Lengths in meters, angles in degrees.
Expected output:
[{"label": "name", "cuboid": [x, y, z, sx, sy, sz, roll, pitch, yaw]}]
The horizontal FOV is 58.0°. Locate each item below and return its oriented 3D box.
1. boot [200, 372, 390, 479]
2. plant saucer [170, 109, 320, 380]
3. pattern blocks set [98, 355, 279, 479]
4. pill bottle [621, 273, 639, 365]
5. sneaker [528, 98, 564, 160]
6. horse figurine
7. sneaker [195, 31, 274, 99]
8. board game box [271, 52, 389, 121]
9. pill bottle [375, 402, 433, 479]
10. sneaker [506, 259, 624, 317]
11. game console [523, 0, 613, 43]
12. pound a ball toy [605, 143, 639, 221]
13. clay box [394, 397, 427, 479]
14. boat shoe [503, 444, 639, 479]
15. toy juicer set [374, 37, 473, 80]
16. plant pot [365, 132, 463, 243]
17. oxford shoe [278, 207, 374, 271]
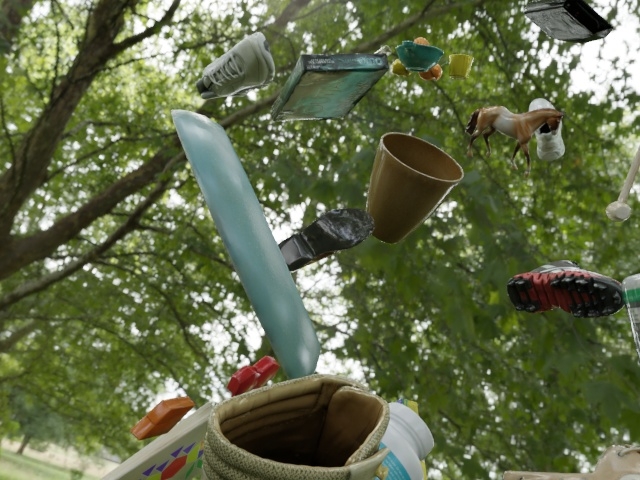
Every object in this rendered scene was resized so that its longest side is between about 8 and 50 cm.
[{"label": "boot", "cuboid": [0.026, 0.200, 0.421, 0.261, 0.095, 0.204, 10, -65, -18]}, {"label": "plant saucer", "cuboid": [-0.070, 0.005, 0.609, 0.043, 0.318, 0.318, -25, -31, -5]}, {"label": "pattern blocks set", "cuboid": [-0.201, 0.284, 0.718, 0.026, 0.324, 0.286, 38, -57, 25]}, {"label": "pill bottle", "cuboid": [0.599, 0.215, 0.866, 0.204, 0.361, 0.204, -7, -11, -1]}, {"label": "sneaker", "cuboid": [0.641, -0.341, 1.637, 0.090, 0.232, 0.115, -13, -42, 17]}, {"label": "horse figurine", "cuboid": [0.470, -0.276, 1.472, 0.263, 0.066, 0.175, 32, -50, 39]}, {"label": "sneaker", "cuboid": [-0.194, -0.378, 1.303, 0.292, 0.118, 0.110, -9, -77, 62]}, {"label": "board game box", "cuboid": [0.007, -0.223, 0.858, 0.126, 0.026, 0.186, -7, -8, -18]}, {"label": "pill bottle", "cuboid": [0.044, 0.346, 0.805, 0.146, 0.264, 0.146, 34, -37, 30]}, {"label": "sneaker", "cuboid": [0.517, 0.093, 1.184, 0.276, 0.135, 0.098, -8, -77, 67]}, {"label": "game console", "cuboid": [0.466, -0.557, 1.277, 0.361, 0.044, 0.213, 33, 12, -14]}, {"label": "pound a ball toy", "cuboid": [0.765, -0.155, 1.204, 0.208, 0.136, 0.319, 19, -70, 11]}, {"label": "clay box", "cuboid": [0.176, 0.493, 1.326, 0.053, 0.222, 0.127, 24, -47, -26]}, {"label": "boat shoe", "cuboid": [0.393, 0.315, 0.733, 0.341, 0.110, 0.121, -26, -34, 31]}, {"label": "toy juicer set", "cuboid": [0.258, -0.531, 1.658, 0.328, 0.090, 0.209, 3, 7, -31]}, {"label": "plant pot", "cuboid": [0.224, -0.123, 1.574, 0.237, 0.237, 0.254, 21, -59, -5]}, {"label": "oxford shoe", "cuboid": [0.000, 0.000, 1.041, 0.076, 0.212, 0.076, 64, -22, 7]}]
